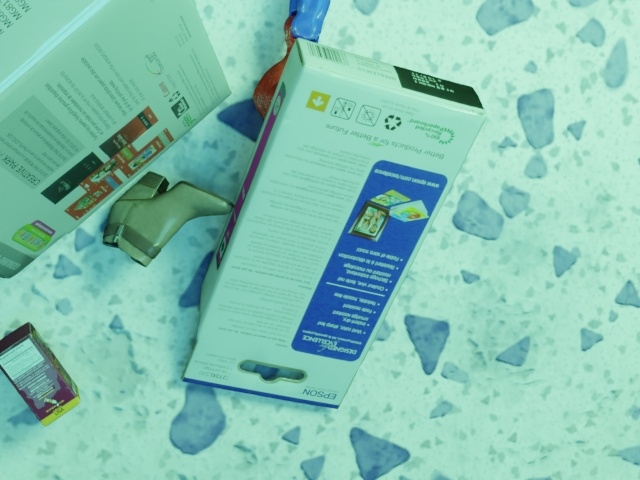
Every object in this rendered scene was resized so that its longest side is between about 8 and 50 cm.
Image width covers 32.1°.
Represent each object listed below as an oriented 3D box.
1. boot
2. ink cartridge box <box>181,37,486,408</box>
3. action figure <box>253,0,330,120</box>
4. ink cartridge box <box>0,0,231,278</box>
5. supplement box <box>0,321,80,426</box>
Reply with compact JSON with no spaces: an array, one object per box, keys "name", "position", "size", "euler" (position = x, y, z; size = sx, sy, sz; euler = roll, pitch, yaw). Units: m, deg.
[{"name":"boot","position":[-0.147,-0.015,1.044],"size":[0.087,0.118,0.042],"euler":[-63,148,-15]},{"name":"ink cartridge box","position":[0.000,0.000,1.060],"size":[0.175,0.069,0.371],"euler":[13,121,-18]},{"name":"action figure","position":[0.020,-0.202,1.057],"size":[0.139,0.091,0.280],"euler":[15,94,-19]},{"name":"ink cartridge box","position":[-0.229,-0.119,0.877],"size":[0.272,0.309,0.130],"euler":[-42,80,-5]},{"name":"supplement box","position":[-0.269,0.126,1.054],"size":[0.043,0.055,0.083],"euler":[-34,106,-7]}]
